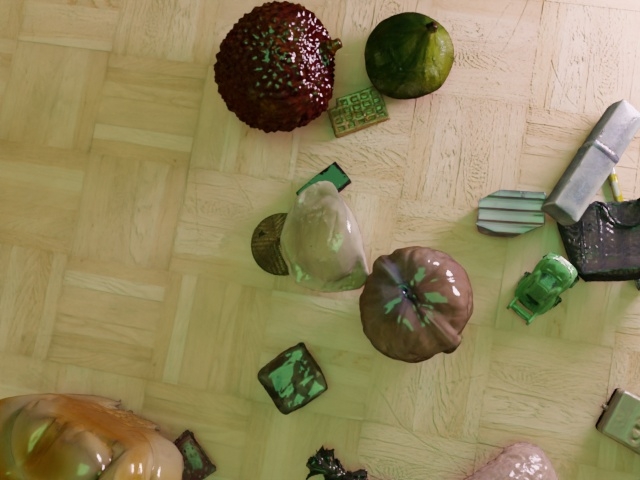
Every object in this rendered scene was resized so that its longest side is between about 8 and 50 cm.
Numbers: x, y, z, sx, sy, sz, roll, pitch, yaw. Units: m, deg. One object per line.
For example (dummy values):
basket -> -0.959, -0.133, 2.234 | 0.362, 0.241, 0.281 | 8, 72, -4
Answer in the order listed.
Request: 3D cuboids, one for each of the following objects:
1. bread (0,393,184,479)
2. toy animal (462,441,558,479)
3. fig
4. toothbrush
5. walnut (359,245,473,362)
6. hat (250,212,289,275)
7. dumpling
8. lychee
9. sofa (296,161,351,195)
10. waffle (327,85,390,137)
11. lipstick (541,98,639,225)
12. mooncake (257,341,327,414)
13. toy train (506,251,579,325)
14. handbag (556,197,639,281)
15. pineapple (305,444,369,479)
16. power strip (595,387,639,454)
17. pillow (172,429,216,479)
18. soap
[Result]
bread -> -0.485, 0.448, 1.597 | 0.423, 0.245, 0.329 | 19, 50, 34
toy animal -> 0.345, 0.583, 1.545 | 0.358, 0.188, 0.227 | -37, 74, 2
fig -> 0.191, -0.413, 1.668 | 0.203, 0.235, 0.203 | 0, 85, 3
toothbrush -> 0.656, -0.033, 1.665 | 0.021, 0.024, 0.288 | -14, 81, 14
walnut -> 0.199, 0.135, 1.601 | 0.248, 0.248, 0.249 | -1, 83, 7
hat -> -0.092, 0.005, 1.734 | 0.145, 0.067, 0.146 | -1, 83, 7
dumpling -> 0.000, 0.000, 1.688 | 0.179, 0.131, 0.252 | -18, 87, 8
lychee -> -0.091, -0.376, 1.684 | 0.304, 0.275, 0.276 | -16, 80, 26
sofa -> 0.007, -0.120, 1.752 | 0.118, 0.039, 0.060 | -39, 81, 0
waffle -> 0.084, -0.297, 1.774 | 0.134, 0.021, 0.092 | -18, 82, 4
lipstick -> 0.576, -0.163, 1.642 | 0.076, 0.077, 0.290 | 38, 79, -5
mooncake -> -0.061, 0.303, 1.689 | 0.129, 0.073, 0.125 | -32, 77, 1
toy train -> 0.469, 0.100, 1.633 | 0.099, 0.081, 0.149 | 42, 131, 13
handbag -> 0.635, -0.005, 1.621 | 0.270, 0.088, 0.175 | -6, 74, 22
pineapple -> 0.075, 0.532, 1.631 | 0.251, 0.125, 0.125 | 33, 88, 15
power strip -> 0.695, 0.403, 1.583 | 0.256, 0.070, 0.105 | 28, 87, 11
pillow -> -0.328, 0.517, 1.712 | 0.185, 0.043, 0.118 | -37, 83, -2
soap -> 0.411, -0.057, 1.683 | 0.149, 0.056, 0.100 | 3, 81, 7
